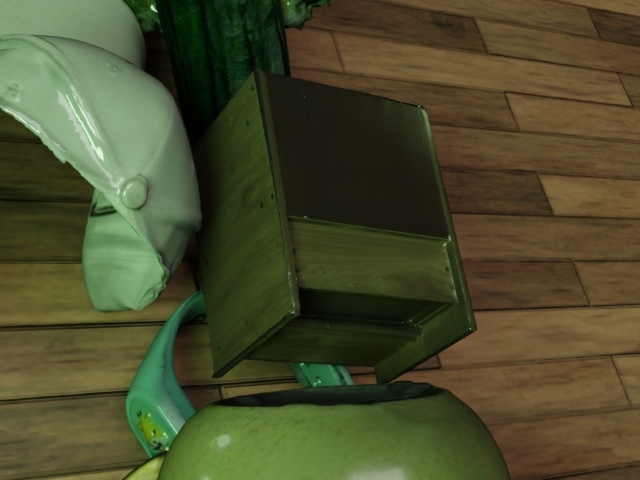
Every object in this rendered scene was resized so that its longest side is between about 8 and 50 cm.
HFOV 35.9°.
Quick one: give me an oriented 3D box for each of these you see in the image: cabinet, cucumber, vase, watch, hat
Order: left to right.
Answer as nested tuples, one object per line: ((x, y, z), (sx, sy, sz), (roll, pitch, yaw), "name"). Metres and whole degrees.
((-0.174, -0.108, 0.805), (0.258, 0.168, 0.302), (54, 28, -38), "hat")
((-0.076, -0.135, 0.911), (0.115, 0.244, 0.063), (-11, 30, 1), "cucumber")
((-0.053, 0.152, 0.839), (0.195, 0.068, 0.237), (-26, 72, -43), "watch")
((-0.029, 0.253, 0.656), (0.241, 0.329, 0.303), (9, 77, -74), "vase")
((0.000, 0.000, 0.834), (0.174, 0.148, 0.215), (7, 59, -31), "cabinet")

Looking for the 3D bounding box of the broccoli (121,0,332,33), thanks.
((-0.116, -0.347, 0.988), (0.323, 0.272, 0.335), (-1, 75, -28), "broccoli")
